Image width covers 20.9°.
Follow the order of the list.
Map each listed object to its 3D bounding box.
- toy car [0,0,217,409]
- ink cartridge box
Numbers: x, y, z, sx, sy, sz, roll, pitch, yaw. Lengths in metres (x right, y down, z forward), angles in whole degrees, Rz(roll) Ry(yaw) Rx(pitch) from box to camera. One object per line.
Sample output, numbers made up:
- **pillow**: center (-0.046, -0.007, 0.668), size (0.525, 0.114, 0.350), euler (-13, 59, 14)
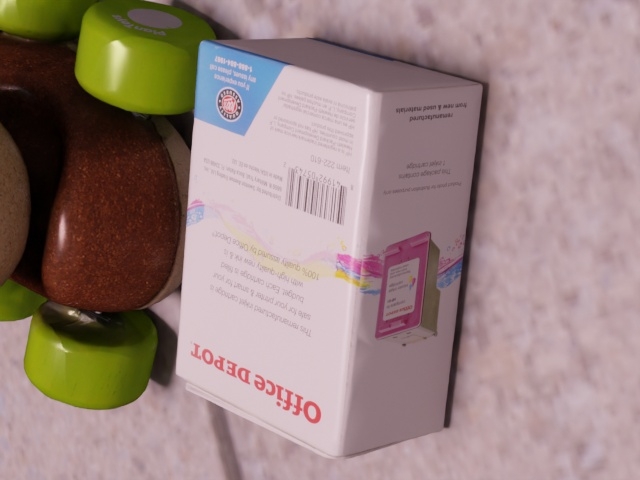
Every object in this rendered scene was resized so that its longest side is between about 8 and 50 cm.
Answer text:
- **toy car**: center (-0.152, -0.020, 0.644), size (0.149, 0.188, 0.155), euler (34, 120, 40)
- **ink cartridge box**: center (0.000, 0.000, 0.581), size (0.088, 0.052, 0.122), euler (22, 111, 45)
